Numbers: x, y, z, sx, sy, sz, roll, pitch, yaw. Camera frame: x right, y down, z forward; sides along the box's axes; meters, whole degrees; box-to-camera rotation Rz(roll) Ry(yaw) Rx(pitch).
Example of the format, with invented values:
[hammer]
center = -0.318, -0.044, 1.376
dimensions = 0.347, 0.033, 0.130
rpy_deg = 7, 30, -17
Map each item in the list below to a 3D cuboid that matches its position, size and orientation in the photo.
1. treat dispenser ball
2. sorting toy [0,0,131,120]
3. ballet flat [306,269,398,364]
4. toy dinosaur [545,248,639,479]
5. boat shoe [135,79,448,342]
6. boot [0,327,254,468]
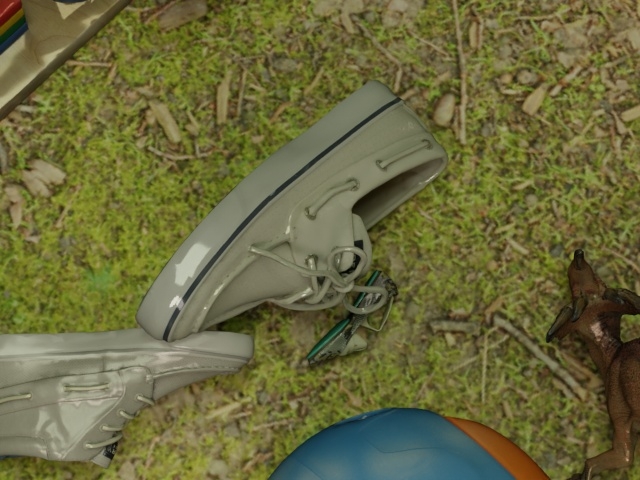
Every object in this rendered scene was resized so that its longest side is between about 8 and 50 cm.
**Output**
[treat dispenser ball]
center = 0.072, 0.281, 1.530
dimensions = 0.288, 0.288, 0.288
rpy_deg = 0, 69, -1
[sorting toy]
center = -0.335, -0.287, 1.848
dimensions = 0.257, 0.089, 0.255
rpy_deg = 41, 73, 14
[ballet flat]
center = 0.035, 0.080, 1.742
dimensions = 0.041, 0.041, 0.114
rpy_deg = 36, 73, 12
[toy dinosaur]
center = 0.303, 0.119, 1.636
dimensions = 0.127, 0.295, 0.200
rpy_deg = -25, 111, -35
[boat shoe]
center = -0.002, 0.004, 1.696
dimensions = 0.156, 0.136, 0.367
rpy_deg = 41, 50, 10
[boot]
center = -0.187, 0.146, 1.695
dimensions = 0.258, 0.095, 0.123
rpy_deg = -3, 79, 3
